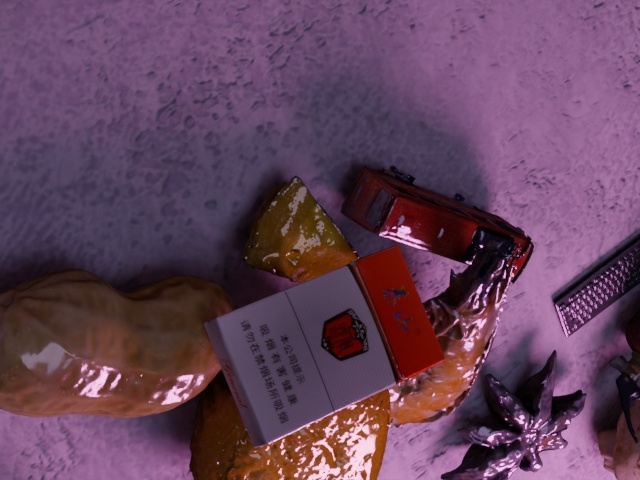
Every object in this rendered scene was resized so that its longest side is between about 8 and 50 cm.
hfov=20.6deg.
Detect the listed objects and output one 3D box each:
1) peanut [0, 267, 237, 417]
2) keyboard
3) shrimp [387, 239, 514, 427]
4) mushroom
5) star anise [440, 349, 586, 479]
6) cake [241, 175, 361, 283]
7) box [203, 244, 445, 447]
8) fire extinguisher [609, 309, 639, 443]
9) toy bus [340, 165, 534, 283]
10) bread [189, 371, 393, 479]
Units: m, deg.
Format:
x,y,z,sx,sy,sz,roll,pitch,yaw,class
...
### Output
x,y,z,sx,sy,sz,roll,pitch,yaw,class
-0.209,0.100,1.723,0.305,0.147,0.147,5,110,-35,peanut
0.370,0.040,2.156,0.202,0.011,0.067,-35,129,-14,keyboard
0.115,0.106,1.929,0.164,0.062,0.317,1,139,-22,shrimp
0.413,0.268,2.234,0.148,0.112,0.148,-6,90,-69,mushroom
0.241,0.225,2.131,0.204,0.061,0.181,-12,119,-28,star anise
-0.002,0.000,1.863,0.185,0.079,0.116,15,91,-28,cake
0.008,0.104,1.782,0.245,0.035,0.139,-20,87,-35,box
0.475,0.098,2.178,0.344,0.138,0.102,-49,171,-4,fire extinguisher
0.130,-0.015,1.915,0.235,0.096,0.073,19,104,-37,toy bus
-0.038,0.207,1.884,0.240,0.139,0.240,-13,122,-22,bread
